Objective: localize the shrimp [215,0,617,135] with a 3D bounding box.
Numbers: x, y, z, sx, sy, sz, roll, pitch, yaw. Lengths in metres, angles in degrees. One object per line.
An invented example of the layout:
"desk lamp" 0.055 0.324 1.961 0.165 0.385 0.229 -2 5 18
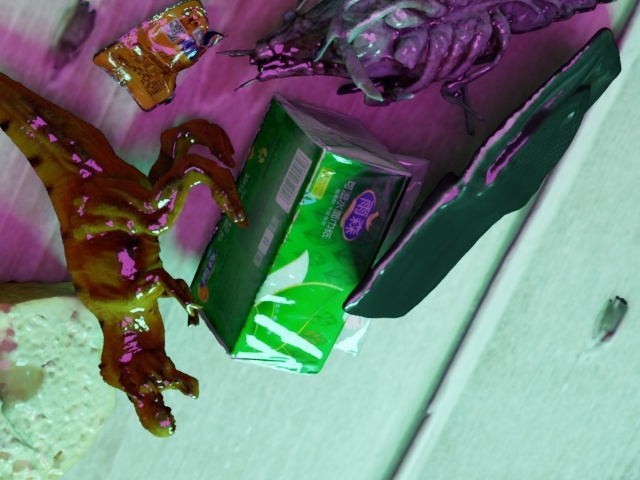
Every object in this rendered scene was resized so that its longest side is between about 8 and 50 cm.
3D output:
"shrimp" 0.121 -0.200 1.557 0.410 0.166 0.221 -20 106 -14

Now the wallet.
"wallet" 0.153 -0.050 1.578 0.323 0.247 0.041 -46 76 7

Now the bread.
"bread" -0.301 0.121 1.642 0.211 0.224 0.183 -13 110 -48

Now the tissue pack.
"tissue pack" 0.000 0.000 1.604 0.156 0.148 0.209 15 107 -29

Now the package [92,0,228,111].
"package" -0.138 -0.166 1.586 0.110 0.033 0.077 -35 139 8

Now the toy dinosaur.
"toy dinosaur" -0.174 -0.048 1.576 0.208 0.097 0.432 -26 86 -3
